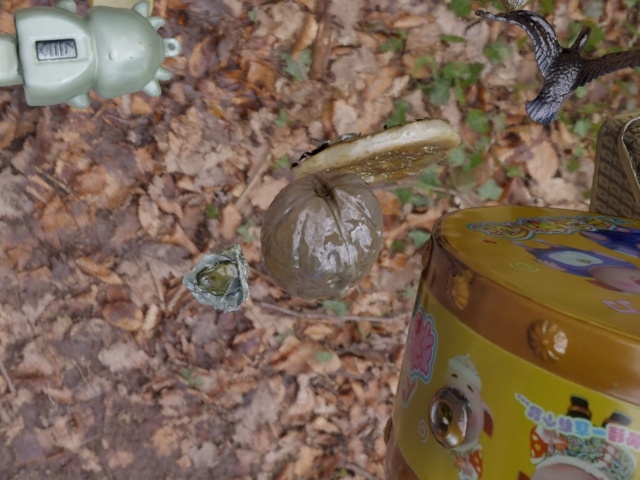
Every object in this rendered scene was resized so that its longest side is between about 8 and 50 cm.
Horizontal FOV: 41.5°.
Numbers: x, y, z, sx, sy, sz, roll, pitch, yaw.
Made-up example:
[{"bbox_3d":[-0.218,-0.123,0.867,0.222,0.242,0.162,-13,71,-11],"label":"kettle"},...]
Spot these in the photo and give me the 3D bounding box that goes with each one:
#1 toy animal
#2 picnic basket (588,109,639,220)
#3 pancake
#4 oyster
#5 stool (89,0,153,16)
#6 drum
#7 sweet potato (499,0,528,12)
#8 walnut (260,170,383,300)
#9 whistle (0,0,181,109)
[{"bbox_3d":[0.351,-0.260,1.243,0.272,0.197,0.160,27,113,11],"label":"toy animal"},{"bbox_3d":[0.488,-0.016,1.099,0.228,0.175,0.313,-13,121,-14],"label":"picnic basket"},{"bbox_3d":[0.116,-0.175,1.795,0.382,0.382,0.071,-9,82,-25],"label":"pancake"},{"bbox_3d":[-0.128,0.045,1.060,0.037,0.100,0.098,-60,139,-45],"label":"oyster"},{"bbox_3d":[-0.362,-0.423,1.534,0.134,0.110,0.135,-32,99,-12],"label":"stool"},{"bbox_3d":[0.266,0.124,0.676,0.431,0.431,0.214,1,108,-28],"label":"drum"},{"bbox_3d":[0.432,-0.594,1.780,0.062,0.081,0.233,-23,135,-66],"label":"sweet potato"},{"bbox_3d":[0.001,0.002,1.187,0.178,0.178,0.230,-29,154,-15],"label":"walnut"},{"bbox_3d":[-0.261,-0.185,0.846,0.244,0.092,0.110,-10,98,-18],"label":"whistle"}]
